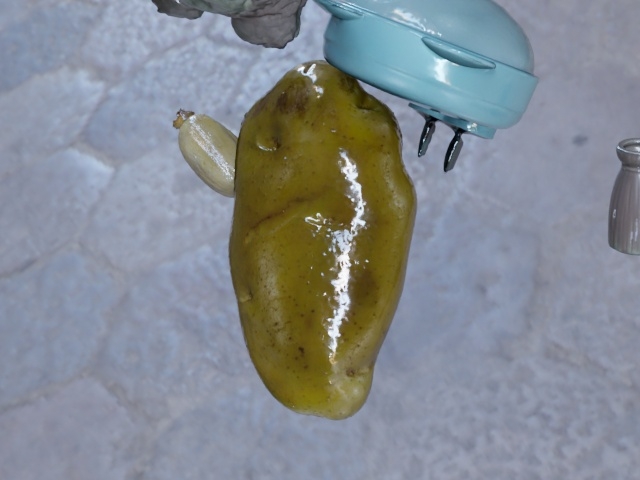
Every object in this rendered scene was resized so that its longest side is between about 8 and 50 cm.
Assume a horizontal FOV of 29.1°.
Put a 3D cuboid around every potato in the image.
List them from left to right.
[{"bbox_3d":[0.000,0.000,1.285,0.195,0.176,0.369,2,83,0],"label":"potato"}]

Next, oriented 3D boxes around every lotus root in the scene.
[{"bbox_3d":[-0.121,-0.098,1.398,0.062,0.073,0.150,-48,71,12],"label":"lotus root"}]

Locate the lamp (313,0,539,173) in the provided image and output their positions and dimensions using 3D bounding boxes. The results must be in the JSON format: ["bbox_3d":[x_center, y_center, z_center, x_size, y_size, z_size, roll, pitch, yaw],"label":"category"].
[{"bbox_3d":[0.116,-0.173,1.206,0.209,0.284,0.147,29,83,26],"label":"lamp"}]

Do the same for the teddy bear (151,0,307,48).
[{"bbox_3d":[-0.095,-0.244,0.928,0.236,0.267,0.151,19,95,17],"label":"teddy bear"}]

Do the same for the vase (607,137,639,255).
[{"bbox_3d":[0.292,-0.041,1.135,0.053,0.101,0.053,-4,24,2],"label":"vase"}]
